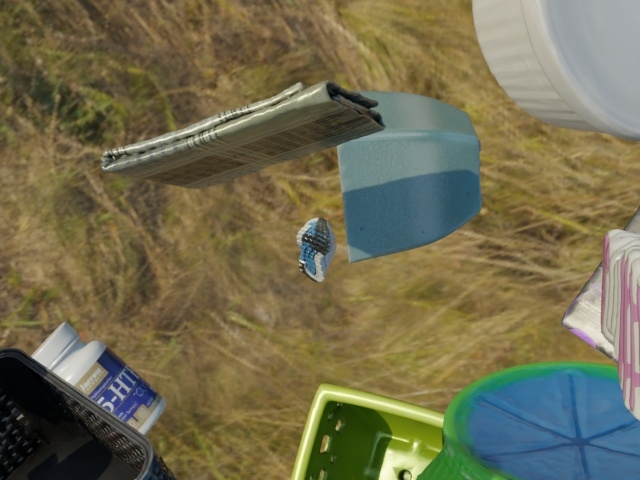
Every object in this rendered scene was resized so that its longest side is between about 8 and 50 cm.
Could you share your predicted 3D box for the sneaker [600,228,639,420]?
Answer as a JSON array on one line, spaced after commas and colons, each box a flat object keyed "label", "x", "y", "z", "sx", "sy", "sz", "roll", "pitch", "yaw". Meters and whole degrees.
[{"label": "sneaker", "x": 0.236, "y": 0.046, "z": 0.651, "sx": 0.236, "sy": 0.104, "sz": 0.095, "roll": -47, "pitch": 139, "yaw": -74}]

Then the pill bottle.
[{"label": "pill bottle", "x": -0.322, "y": 0.208, "z": 1.470, "sx": 0.186, "sy": 0.112, "sz": 0.112, "roll": 43, "pitch": 56, "yaw": -10}]

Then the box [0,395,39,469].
[{"label": "box", "x": -0.437, "y": 0.323, "z": 1.487, "sx": 0.103, "sy": 0.261, "sz": 0.184, "roll": -20, "pitch": 52, "yaw": -10}]

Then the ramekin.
[{"label": "ramekin", "x": 0.262, "y": -0.223, "z": 0.958, "sx": 0.272, "sy": 0.127, "sz": 0.273, "roll": -1, "pitch": 92, "yaw": -30}]

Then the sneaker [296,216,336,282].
[{"label": "sneaker", "x": 0.000, "y": 0.000, "z": 2.040, "sx": 0.071, "sy": 0.191, "sz": 0.083, "roll": 28, "pitch": 61, "yaw": 11}]

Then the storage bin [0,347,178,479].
[{"label": "storage bin", "x": -0.160, "y": 0.151, "z": 0.575, "sx": 0.122, "sy": 0.180, "sz": 0.084, "roll": -44, "pitch": 131, "yaw": -24}]

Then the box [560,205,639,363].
[{"label": "box", "x": 0.538, "y": 0.075, "z": 1.673, "sx": 0.270, "sy": 0.165, "sz": 0.143, "roll": -56, "pitch": 155, "yaw": 6}]

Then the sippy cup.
[{"label": "sippy cup", "x": 0.223, "y": 0.256, "z": 0.905, "sx": 0.240, "sy": 0.305, "sz": 0.224, "roll": -57, "pitch": 146, "yaw": -66}]

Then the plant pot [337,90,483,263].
[{"label": "plant pot", "x": 0.158, "y": -0.131, "z": 1.875, "sx": 0.252, "sy": 0.247, "sz": 0.248, "roll": -6, "pitch": 117, "yaw": 1}]

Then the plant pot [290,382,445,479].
[{"label": "plant pot", "x": 0.100, "y": 0.327, "z": 1.385, "sx": 0.207, "sy": 0.227, "sz": 0.228, "roll": 28, "pitch": 75, "yaw": -69}]

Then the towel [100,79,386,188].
[{"label": "towel", "x": -0.091, "y": -0.142, "z": 1.385, "sx": 0.312, "sy": 0.324, "sz": 0.056, "roll": 5, "pitch": 70, "yaw": -74}]
